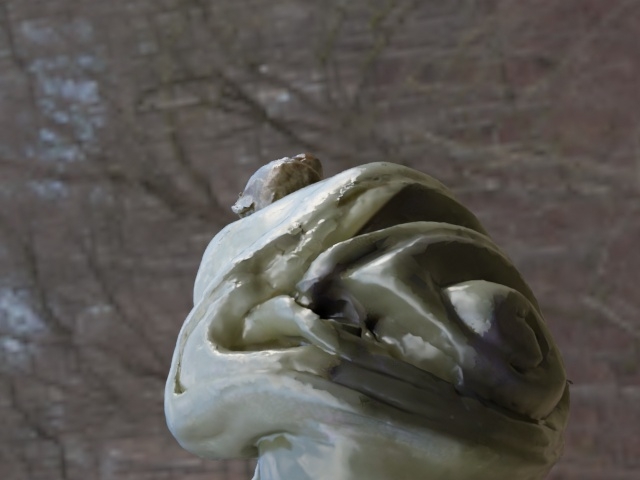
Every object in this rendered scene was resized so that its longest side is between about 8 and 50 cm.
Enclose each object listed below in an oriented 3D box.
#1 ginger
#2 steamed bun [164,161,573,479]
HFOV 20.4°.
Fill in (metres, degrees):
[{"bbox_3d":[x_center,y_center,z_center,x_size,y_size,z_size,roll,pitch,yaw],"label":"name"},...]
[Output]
[{"bbox_3d":[0.000,0.000,1.729,0.104,0.080,0.204,-53,-50,-17],"label":"ginger"},{"bbox_3d":[0.059,0.101,1.431,0.339,0.247,0.352,36,-129,-9],"label":"steamed bun"}]
